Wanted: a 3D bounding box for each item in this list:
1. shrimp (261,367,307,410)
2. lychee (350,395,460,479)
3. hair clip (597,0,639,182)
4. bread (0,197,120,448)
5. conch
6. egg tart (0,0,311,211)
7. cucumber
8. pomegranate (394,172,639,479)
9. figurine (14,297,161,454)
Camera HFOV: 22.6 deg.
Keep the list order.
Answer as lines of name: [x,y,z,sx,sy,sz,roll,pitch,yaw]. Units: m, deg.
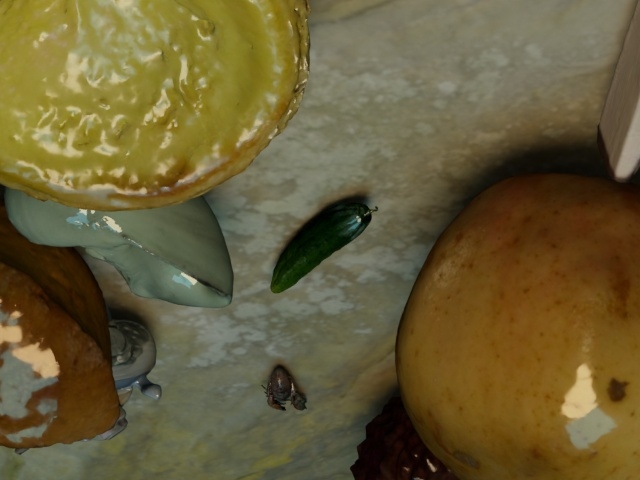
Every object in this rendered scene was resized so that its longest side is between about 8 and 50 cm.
shrimp: [-0.041,0.162,1.698,0.038,0.029,0.092,-11,146,14]
lychee: [0.173,0.282,1.645,0.306,0.330,0.306,2,174,0]
hair clip: [0.286,-0.179,1.185,0.101,0.085,0.331,1,137,-4]
bread: [-0.329,0.051,1.380,0.340,0.194,0.179,10,119,1]
conch: [-0.158,-0.015,1.347,0.221,0.185,0.121,33,97,-42]
egg tart: [-0.156,-0.157,1.170,0.314,0.120,0.315,-3,132,-3]
cucumber: [0.000,0.000,1.469,0.039,0.039,0.168,21,141,-26]
pomegranate: [0.222,0.113,1.361,0.342,0.343,0.342,0,144,0]
figurine: [-0.242,0.138,1.569,0.208,0.128,0.184,-19,161,-43]
